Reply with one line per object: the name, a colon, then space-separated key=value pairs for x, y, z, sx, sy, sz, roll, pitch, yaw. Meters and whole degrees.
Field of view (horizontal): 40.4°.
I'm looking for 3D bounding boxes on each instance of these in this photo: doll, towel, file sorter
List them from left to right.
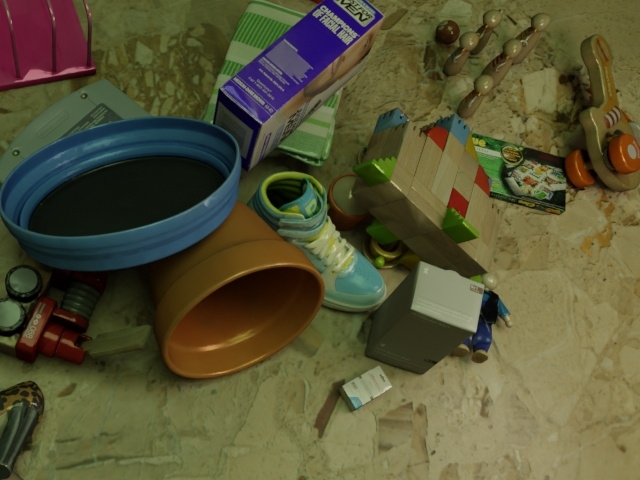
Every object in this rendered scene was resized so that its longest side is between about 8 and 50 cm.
file sorter: x=-0.584 y=-0.415 z=1.604 sx=0.290 sy=0.182 sz=0.202 roll=-15 pitch=71 yaw=-21
towel: x=-0.071 y=-0.318 z=1.709 sx=0.248 sy=0.038 sz=0.325 roll=17 pitch=65 yaw=-6
doll: x=0.310 y=0.144 z=1.677 sx=0.129 sy=0.046 sz=0.189 roll=17 pitch=56 yaw=3

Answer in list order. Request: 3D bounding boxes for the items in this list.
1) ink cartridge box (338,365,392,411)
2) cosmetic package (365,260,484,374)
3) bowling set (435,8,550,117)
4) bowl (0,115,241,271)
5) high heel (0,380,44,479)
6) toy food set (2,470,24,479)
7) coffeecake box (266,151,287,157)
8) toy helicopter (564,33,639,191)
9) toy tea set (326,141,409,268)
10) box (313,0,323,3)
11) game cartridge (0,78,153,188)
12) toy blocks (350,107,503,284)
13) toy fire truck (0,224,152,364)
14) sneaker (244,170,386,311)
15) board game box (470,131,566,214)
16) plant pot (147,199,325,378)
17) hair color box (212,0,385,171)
ink cartridge box: x=0.081 y=0.266 z=1.567 sx=0.083 sy=0.028 sz=0.048 roll=-26 pitch=75 yaw=-24
cosmetic package: x=0.179 y=0.141 z=1.533 sx=0.127 sy=0.238 sz=0.107 roll=19 pitch=62 yaw=-6
bowling set: x=0.341 y=-0.424 z=1.882 sx=0.200 sy=0.154 sz=0.287 roll=38 pitch=62 yaw=3
bowl: x=-0.318 y=-0.083 z=1.419 sx=0.391 sy=0.077 sz=0.391 roll=-5 pitch=34 yaw=4
high heel: x=-0.574 y=0.290 z=1.368 sx=0.261 sy=0.093 sz=0.186 roll=2 pitch=34 yaw=4
toy food set: x=-0.500 y=0.510 z=1.272 sx=0.219 sy=0.092 sz=0.306 roll=36 pitch=60 yaw=15
coffeecake box: x=-0.089 y=-0.263 z=1.737 sx=0.142 sy=0.068 sz=0.185 roll=-6 pitch=68 yaw=-19
toy helicopter: x=0.641 y=-0.279 z=1.905 sx=0.235 sy=0.140 sz=0.355 roll=3 pitch=76 yaw=-39
toy tea set: x=0.144 y=-0.117 z=1.704 sx=0.200 sy=0.124 sz=0.336 roll=32 pitch=62 yaw=0
box: x=-0.026 y=-0.617 z=1.883 sx=0.257 sy=0.128 sz=0.123 roll=22 pitch=63 yaw=-4
game cartridge: x=-0.445 y=-0.162 z=1.602 sx=0.196 sy=0.060 sz=0.294 roll=41 pitch=62 yaw=1
toy blocks: x=0.218 y=-0.114 z=1.626 sx=0.381 sy=0.190 sz=0.261 roll=39 pitch=54 yaw=-29
toy fire truck: x=-0.395 y=0.106 z=1.437 sx=0.246 sy=0.158 sz=0.217 roll=22 pitch=62 yaw=-7
sneaker: x=0.000 y=0.000 z=1.564 sx=0.319 sy=0.208 sz=0.127 roll=32 pitch=60 yaw=0
board game box: x=0.397 y=-0.146 z=1.844 sx=0.259 sy=0.030 sz=0.136 roll=14 pitch=65 yaw=-9
plant pot: x=-0.165 y=0.064 z=1.465 sx=0.291 sy=0.291 sz=0.203 roll=-18 pitch=57 yaw=-22
hair color box: x=-0.043 y=-0.296 z=1.584 sx=0.110 sy=0.185 sz=0.339 roll=41 pitch=66 yaw=5
